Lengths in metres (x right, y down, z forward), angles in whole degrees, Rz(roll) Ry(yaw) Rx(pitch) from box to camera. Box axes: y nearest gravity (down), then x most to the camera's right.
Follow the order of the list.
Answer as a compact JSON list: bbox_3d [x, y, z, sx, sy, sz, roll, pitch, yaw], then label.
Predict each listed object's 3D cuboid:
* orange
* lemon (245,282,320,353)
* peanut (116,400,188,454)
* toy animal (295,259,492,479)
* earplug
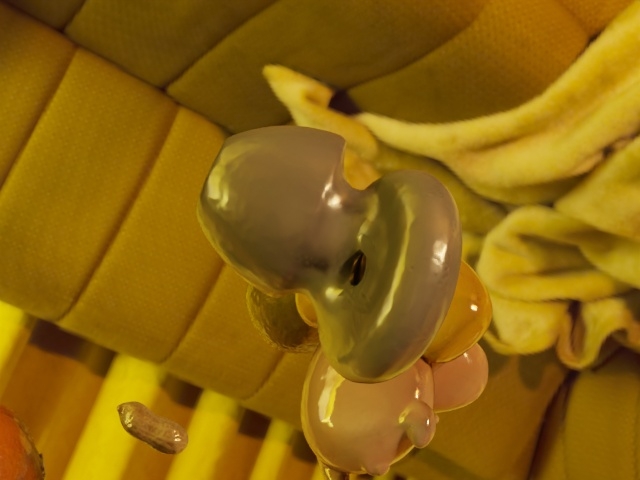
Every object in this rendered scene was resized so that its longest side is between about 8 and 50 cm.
[{"bbox_3d":[-0.450,0.308,1.202,0.170,0.224,0.224,-10,170,-16],"label":"orange"},{"bbox_3d":[-0.019,0.079,1.442,0.184,0.184,0.248,27,138,-20],"label":"lemon"},{"bbox_3d":[-0.170,0.187,0.917,0.083,0.037,0.037,32,166,14],"label":"peanut"},{"bbox_3d":[0.130,0.158,1.233,0.278,0.345,0.247,-19,145,27],"label":"toy animal"},{"bbox_3d":[0.008,0.001,0.912,0.175,0.214,0.325,7,-157,-49],"label":"earplug"}]
